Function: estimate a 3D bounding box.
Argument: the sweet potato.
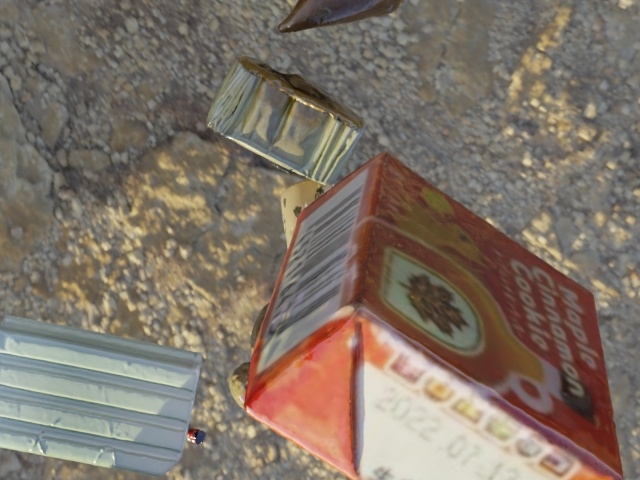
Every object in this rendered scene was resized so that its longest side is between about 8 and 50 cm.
[{"bbox_3d":[0.085,-0.365,1.456,0.354,0.106,0.095,-39,109,-40],"label":"sweet potato"}]

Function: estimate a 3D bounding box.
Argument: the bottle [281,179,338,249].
[{"bbox_3d":[-0.001,0.001,1.422,0.099,0.152,0.099,-7,154,-3],"label":"bottle"}]

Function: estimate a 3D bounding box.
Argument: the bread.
[{"bbox_3d":[-0.040,-0.159,1.353,0.192,0.210,0.110,28,99,-1],"label":"bread"}]

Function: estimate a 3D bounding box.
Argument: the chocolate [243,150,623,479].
[{"bbox_3d":[0.085,0.071,0.705,0.235,0.237,0.108,34,118,-11],"label":"chocolate"}]

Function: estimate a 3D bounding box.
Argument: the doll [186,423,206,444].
[{"bbox_3d":[-0.238,0.280,1.562,0.109,0.169,0.057,36,56,-35],"label":"doll"}]

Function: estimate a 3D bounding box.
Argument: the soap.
[{"bbox_3d":[-0.223,0.151,1.018,0.198,0.066,0.119,12,100,-4],"label":"soap"}]

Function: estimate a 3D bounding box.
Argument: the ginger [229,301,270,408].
[{"bbox_3d":[-0.015,0.150,1.671,0.304,0.155,0.244,-31,148,-26],"label":"ginger"}]
